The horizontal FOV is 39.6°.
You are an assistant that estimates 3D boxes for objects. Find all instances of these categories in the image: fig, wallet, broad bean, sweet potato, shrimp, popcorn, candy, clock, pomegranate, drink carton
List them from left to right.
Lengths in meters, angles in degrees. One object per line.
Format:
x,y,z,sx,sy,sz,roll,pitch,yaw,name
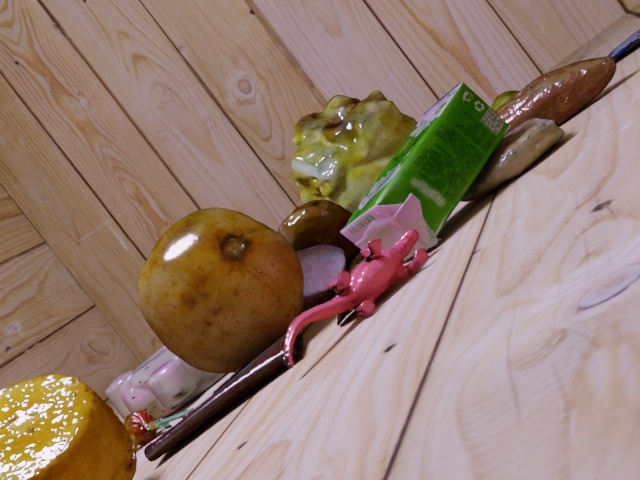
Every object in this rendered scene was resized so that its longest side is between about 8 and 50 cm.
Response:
-0.262,0.296,1.457,0.201,0.060,0.060,-25,11,45,candy
-0.259,0.234,1.715,0.284,0.114,0.309,-37,3,-29,clock
-0.152,0.079,1.366,0.260,0.260,0.260,-37,3,2,pomegranate
-0.130,0.213,1.241,0.255,0.031,0.137,-37,3,4,wallet
0.003,0.001,1.691,0.156,0.122,0.228,-30,-22,12,broad bean
0.101,-0.157,1.837,0.312,0.312,0.312,-37,3,2,popcorn
0.097,0.021,1.667,0.114,0.023,0.083,-45,9,-28,shrimp
0.164,-0.097,1.342,0.271,0.108,0.161,-55,6,-22,drink carton
0.399,-0.270,1.985,0.166,0.093,0.093,-39,3,-14,fig
0.401,-0.238,1.530,0.252,0.097,0.097,-29,7,38,sweet potato

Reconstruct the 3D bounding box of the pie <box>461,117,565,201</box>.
0.285,-0.125,1.388,0.185,0.052,0.218,-36,5,6,pie

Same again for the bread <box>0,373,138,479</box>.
-0.344,0.280,1.071,0.268,0.145,0.268,-16,30,9,bread

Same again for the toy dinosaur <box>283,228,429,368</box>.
0.033,0.082,1.166,0.286,0.070,0.139,-42,-6,-27,toy dinosaur

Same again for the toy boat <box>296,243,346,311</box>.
-0.059,0.104,1.621,0.206,0.096,0.282,-30,-9,-21,toy boat

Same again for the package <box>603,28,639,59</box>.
0.654,-0.419,1.836,0.173,0.027,0.171,-35,0,-43,package
